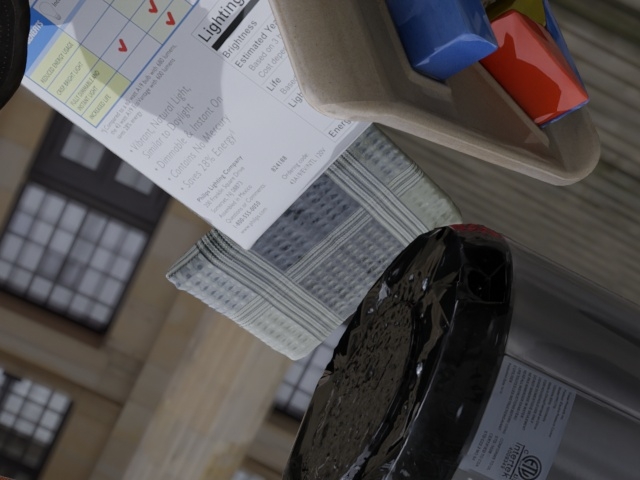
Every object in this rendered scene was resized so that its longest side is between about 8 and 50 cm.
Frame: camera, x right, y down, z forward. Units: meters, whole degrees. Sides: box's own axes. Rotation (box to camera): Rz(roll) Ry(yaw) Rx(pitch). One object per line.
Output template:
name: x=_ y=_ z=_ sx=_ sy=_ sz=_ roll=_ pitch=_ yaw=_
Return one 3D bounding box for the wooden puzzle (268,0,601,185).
wooden puzzle: x=0.076 y=-0.211 z=1.055 sx=0.348 sy=0.080 sz=0.322 roll=7 pitch=-121 yaw=-54

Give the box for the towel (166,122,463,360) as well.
towel: x=0.000 y=0.000 z=1.862 sx=0.056 sy=0.312 sz=0.324 roll=53 pitch=-173 yaw=34

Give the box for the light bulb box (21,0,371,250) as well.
light bulb box: x=-0.086 y=-0.250 z=1.395 sx=0.361 sy=0.358 sz=0.225 roll=37 pitch=-142 yaw=-12

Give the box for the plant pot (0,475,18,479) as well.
plant pot: x=-0.372 y=0.420 z=1.912 sx=0.254 sy=0.276 sz=0.276 roll=11 pitch=-161 yaw=-26

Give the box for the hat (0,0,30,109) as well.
hat: x=-0.374 y=-0.098 z=1.264 sx=0.331 sy=0.331 sz=0.134 roll=39 pitch=162 yaw=41

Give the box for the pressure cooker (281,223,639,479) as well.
pressure cooker: x=0.208 y=0.227 z=1.304 sx=0.420 sy=0.370 sz=0.375 roll=26 pitch=-156 yaw=-11
